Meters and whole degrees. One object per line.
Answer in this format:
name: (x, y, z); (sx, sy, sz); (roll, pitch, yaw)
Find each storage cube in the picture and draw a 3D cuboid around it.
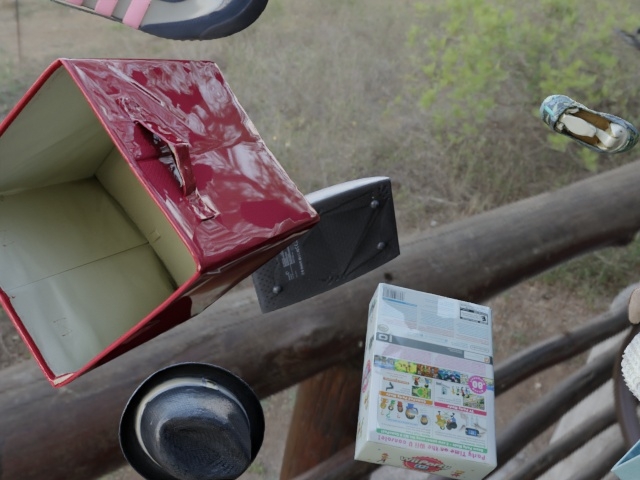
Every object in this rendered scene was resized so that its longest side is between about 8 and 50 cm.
storage cube: (-0.149, -0.024, 0.617); (0.184, 0.215, 0.193); (55, 28, 5)

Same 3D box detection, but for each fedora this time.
fedora: (-0.266, 0.433, 1.606); (0.334, 0.334, 0.152); (-2, 9, -19)

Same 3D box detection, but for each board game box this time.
board game box: (0.187, 0.245, 1.296); (0.224, 0.097, 0.303); (13, 53, -6)

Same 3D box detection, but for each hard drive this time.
hard drive: (0.000, 0.000, 1.174); (0.254, 0.172, 0.054); (-22, 36, -14)

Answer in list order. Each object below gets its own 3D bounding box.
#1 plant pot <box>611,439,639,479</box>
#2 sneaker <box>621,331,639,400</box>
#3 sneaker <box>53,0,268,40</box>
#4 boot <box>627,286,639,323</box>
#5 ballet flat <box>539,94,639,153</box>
plant pot: (0.905, 0.541, 1.731); (0.247, 0.248, 0.252); (-29, 69, -29)
sneaker: (0.597, 0.262, 1.168); (0.146, 0.102, 0.293); (27, 25, -21)
sneaker: (-0.210, -0.284, 0.742); (0.319, 0.112, 0.131); (14, -4, 17)
boot: (0.531, 0.097, 1.153); (0.042, 0.118, 0.087); (4, 23, -13)
ballet flat: (0.440, -0.175, 1.186); (0.188, 0.070, 0.070); (16, 29, -14)
